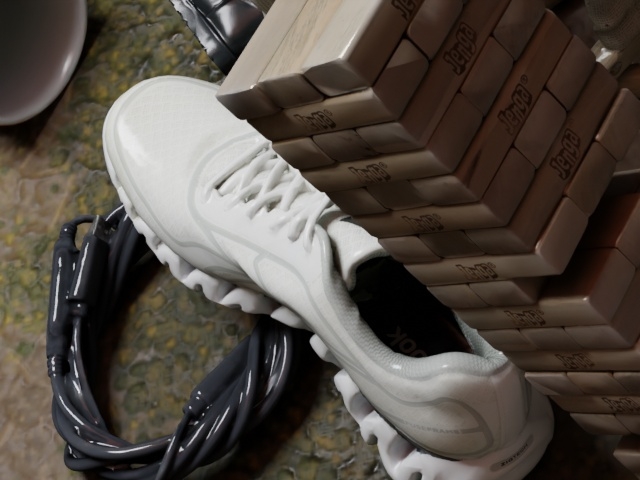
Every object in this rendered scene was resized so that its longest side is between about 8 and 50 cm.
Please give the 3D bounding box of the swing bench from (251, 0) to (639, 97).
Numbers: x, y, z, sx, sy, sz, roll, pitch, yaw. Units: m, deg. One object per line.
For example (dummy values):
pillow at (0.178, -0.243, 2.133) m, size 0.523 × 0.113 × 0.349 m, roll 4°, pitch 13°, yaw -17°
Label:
swing bench at (0.098, -0.161, 0.954) m, size 0.254 × 0.253 × 0.165 m, roll -19°, pitch 59°, yaw 12°

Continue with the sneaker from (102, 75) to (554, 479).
sneaker at (0.000, 0.000, 0.968) m, size 0.110 × 0.118 × 0.292 m, roll -43°, pitch 65°, yaw -16°

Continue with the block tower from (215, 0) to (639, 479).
block tower at (0.102, -0.006, 0.836) m, size 0.091 × 0.335 × 0.097 m, roll -6°, pitch 47°, yaw 53°

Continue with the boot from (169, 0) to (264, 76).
boot at (-0.043, -0.161, 1.135) m, size 0.099 × 0.045 × 0.121 m, roll -38°, pitch 64°, yaw 3°

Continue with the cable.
cable at (-0.076, 0.053, 1.047) m, size 0.150 × 0.047 × 0.184 m, roll -7°, pitch 60°, yaw 13°

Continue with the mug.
mug at (-0.228, -0.145, 1.186) m, size 0.169 × 0.150 × 0.113 m, roll 18°, pitch 109°, yaw 33°
